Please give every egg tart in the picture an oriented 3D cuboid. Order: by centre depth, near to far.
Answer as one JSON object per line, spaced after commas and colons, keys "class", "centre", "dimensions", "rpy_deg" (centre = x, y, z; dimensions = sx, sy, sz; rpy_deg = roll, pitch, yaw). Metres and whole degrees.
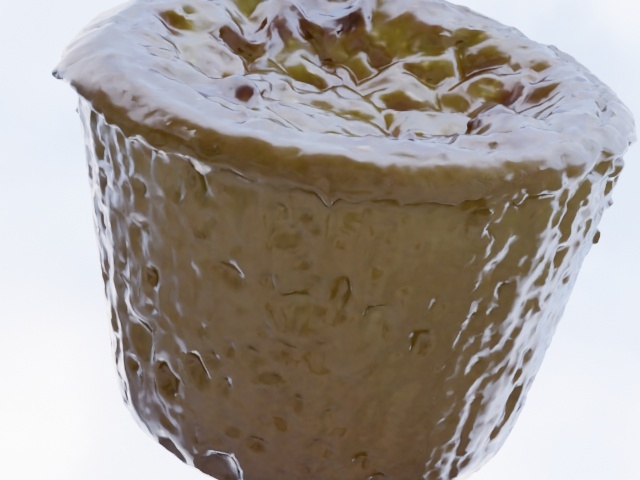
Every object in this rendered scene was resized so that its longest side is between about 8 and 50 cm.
{"class": "egg tart", "centre": [0.000, 0.000, 0.697], "dimensions": [0.203, 0.202, 0.147], "rpy_deg": [10, -66, -1]}
